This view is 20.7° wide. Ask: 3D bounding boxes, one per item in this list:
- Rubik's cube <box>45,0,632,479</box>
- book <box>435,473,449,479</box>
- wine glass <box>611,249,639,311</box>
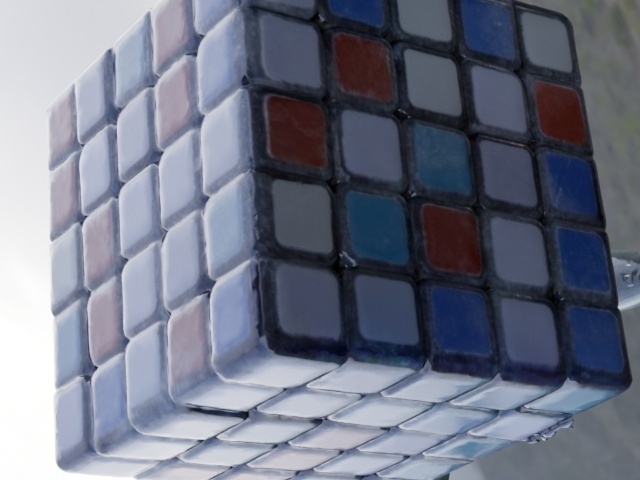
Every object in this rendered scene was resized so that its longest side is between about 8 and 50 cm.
[{"bbox_3d":[0.000,0.000,1.197,0.287,0.292,0.293,10,-115,-32],"label":"Rubik's cube"},{"bbox_3d":[0.028,0.242,1.602,0.025,0.215,0.282,7,88,59],"label":"book"},{"bbox_3d":[0.278,0.031,1.525,0.198,0.066,0.066,-12,104,58],"label":"wine glass"}]
